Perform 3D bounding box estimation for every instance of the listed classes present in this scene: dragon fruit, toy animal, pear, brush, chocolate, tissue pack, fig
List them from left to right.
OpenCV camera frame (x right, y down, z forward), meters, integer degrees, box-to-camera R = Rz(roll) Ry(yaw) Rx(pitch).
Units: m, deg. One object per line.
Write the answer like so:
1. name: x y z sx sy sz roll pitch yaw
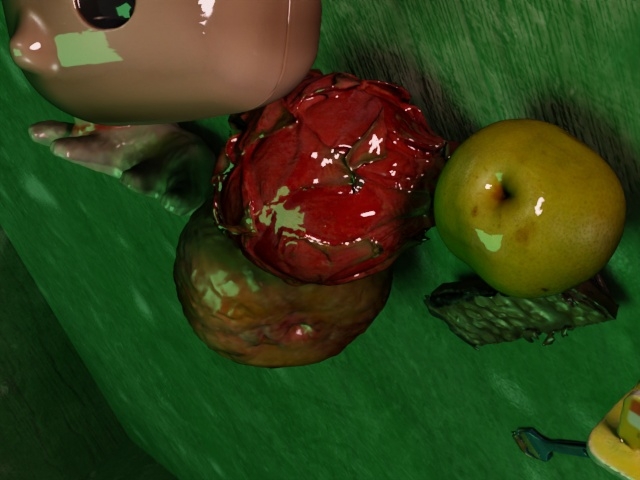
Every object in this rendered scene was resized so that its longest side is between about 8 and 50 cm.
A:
1. toy animal: -0.258 -0.160 1.957 0.266 0.188 0.308 27 -179 -27
2. tissue pack: -0.151 -0.297 1.158 0.267 0.277 0.387 -2 100 19
3. fig: -0.057 -0.031 1.711 0.286 0.286 0.368 99 165 -62
4. dragon fruit: 0.015 -0.070 1.423 0.299 0.244 0.244 -4 127 30
5. chocolate: 0.223 0.069 1.480 0.102 0.065 0.329 40 162 -11
6. pear: 0.206 -0.022 1.251 0.180 0.166 0.216 23 173 30
7. brush: 0.305 0.268 1.694 0.051 0.014 0.164 54 158 -10

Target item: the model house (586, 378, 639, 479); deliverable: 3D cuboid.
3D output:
1. model house: 0.303 -0.023 0.872 0.340 0.300 0.323 31 141 30
